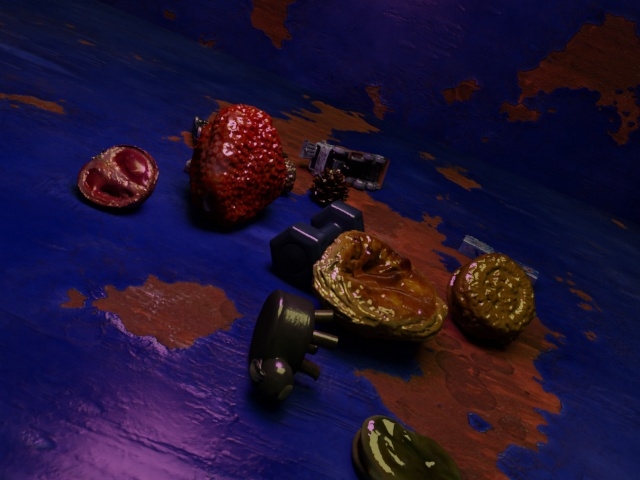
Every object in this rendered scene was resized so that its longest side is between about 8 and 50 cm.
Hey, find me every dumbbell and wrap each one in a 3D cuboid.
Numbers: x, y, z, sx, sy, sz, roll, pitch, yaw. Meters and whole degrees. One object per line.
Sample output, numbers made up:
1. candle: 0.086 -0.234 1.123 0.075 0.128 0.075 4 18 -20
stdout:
1. dumbbell: 0.000 0.000 1.582 0.144 0.160 0.325 55 29 2

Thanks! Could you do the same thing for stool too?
1. stool: -0.059 0.205 1.152 0.139 0.153 0.227 20 67 -14

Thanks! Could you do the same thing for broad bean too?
1. broad bean: 0.150 0.383 1.028 0.207 0.072 0.153 30 38 12

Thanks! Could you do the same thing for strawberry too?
1. strawberry: -0.241 -0.197 1.638 0.268 0.311 0.351 8 40 16

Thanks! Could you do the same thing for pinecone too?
1. pinecone: 0.031 -0.176 1.990 0.140 0.120 0.140 11 24 -5

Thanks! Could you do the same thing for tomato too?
1. tomato: -0.499 -0.144 1.522 0.189 0.099 0.173 -39 75 -19

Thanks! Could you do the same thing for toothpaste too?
1. toothpaste: 0.600 0.071 2.046 0.272 0.053 0.066 30 26 15

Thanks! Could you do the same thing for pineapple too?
1. pineapple: -0.198 -0.224 1.897 0.252 0.125 0.125 9 28 -23

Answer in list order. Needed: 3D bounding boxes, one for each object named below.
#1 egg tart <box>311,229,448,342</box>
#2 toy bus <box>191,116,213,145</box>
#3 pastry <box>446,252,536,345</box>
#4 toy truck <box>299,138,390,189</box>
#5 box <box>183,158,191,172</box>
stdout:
1. egg tart: 0.133 0.129 1.417 0.340 0.153 0.351 33 31 -2
2. toy bus: -0.395 -0.361 2.056 0.073 0.076 0.167 13 24 -23
3. pastry: 0.452 0.152 1.583 0.240 0.132 0.235 -32 79 -23
4. toy truck: 0.077 -0.289 2.248 0.339 0.132 0.184 5 20 -38
5. box: -0.364 -0.252 1.904 0.050 0.041 0.207 26 25 1
